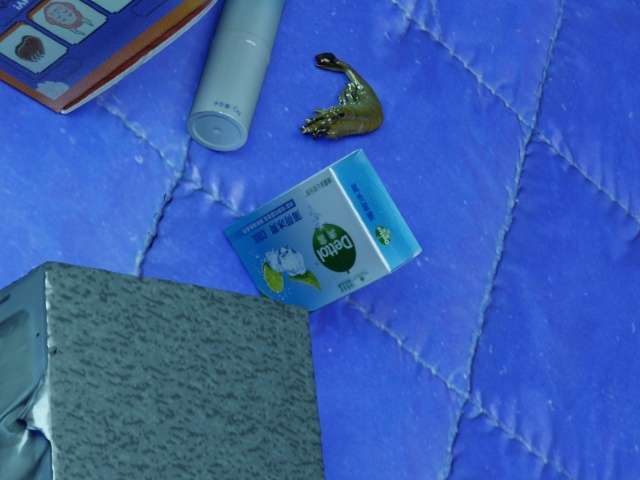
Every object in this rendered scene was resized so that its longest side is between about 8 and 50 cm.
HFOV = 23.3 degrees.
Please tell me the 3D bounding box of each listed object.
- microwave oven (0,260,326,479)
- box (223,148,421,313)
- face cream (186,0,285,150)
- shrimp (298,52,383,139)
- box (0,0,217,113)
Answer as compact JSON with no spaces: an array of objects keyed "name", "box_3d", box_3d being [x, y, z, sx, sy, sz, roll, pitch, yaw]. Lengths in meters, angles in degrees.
[{"name":"microwave oven","box_3d":[-0.186,0.274,1.450,0.374,0.236,0.431,11,62,-38]},{"name":"box","box_3d":[0.000,0.000,1.791,0.073,0.194,0.139,-32,92,-48]},{"name":"face cream","box_3d":[-0.099,-0.227,1.901,0.077,0.077,0.250,34,51,-26]},{"name":"shrimp","box_3d":[0.017,-0.189,2.023,0.178,0.034,0.124,-16,78,-48]},{"name":"box","box_3d":[-0.250,-0.380,1.664,0.257,0.319,0.348,30,50,-28]}]
